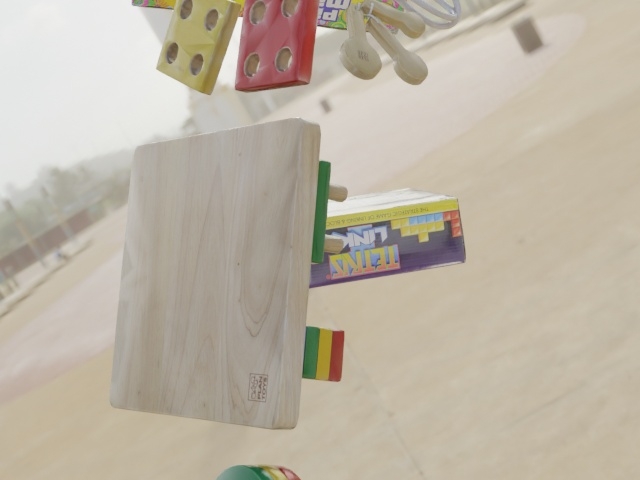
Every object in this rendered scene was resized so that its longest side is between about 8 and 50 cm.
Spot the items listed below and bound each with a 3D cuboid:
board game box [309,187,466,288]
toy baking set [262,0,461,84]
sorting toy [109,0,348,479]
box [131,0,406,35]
[{"bbox_3d":[0.000,0.000,0.800,0.170,0.048,0.141,-9,8,-7],"label":"board game box"},{"bbox_3d":[0.023,-0.218,0.951,0.030,0.197,0.256,-46,10,44],"label":"toy baking set"},{"bbox_3d":[-0.040,0.009,0.541,0.046,0.274,0.132,10,-9,-41],"label":"sorting toy"},{"bbox_3d":[-0.053,-0.386,1.246,0.290,0.279,0.177,4,-44,-13],"label":"box"}]
